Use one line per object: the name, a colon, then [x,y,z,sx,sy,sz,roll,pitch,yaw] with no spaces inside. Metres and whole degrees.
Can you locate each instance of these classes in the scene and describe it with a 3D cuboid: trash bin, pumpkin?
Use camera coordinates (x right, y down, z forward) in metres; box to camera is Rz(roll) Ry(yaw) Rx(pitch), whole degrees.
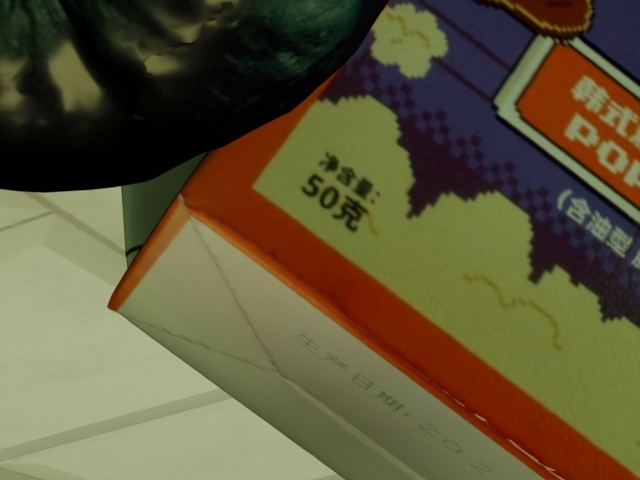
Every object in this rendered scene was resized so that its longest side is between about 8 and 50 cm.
trash bin: [-0.088,-0.029,0.829,0.116,0.129,0.059,-11,155,2]
pumpkin: [-0.096,-0.181,0.369,0.315,0.238,0.315,4,126,5]

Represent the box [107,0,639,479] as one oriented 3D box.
box: [0.106,0.018,0.623,0.349,0.257,0.318,37,160,-5]
